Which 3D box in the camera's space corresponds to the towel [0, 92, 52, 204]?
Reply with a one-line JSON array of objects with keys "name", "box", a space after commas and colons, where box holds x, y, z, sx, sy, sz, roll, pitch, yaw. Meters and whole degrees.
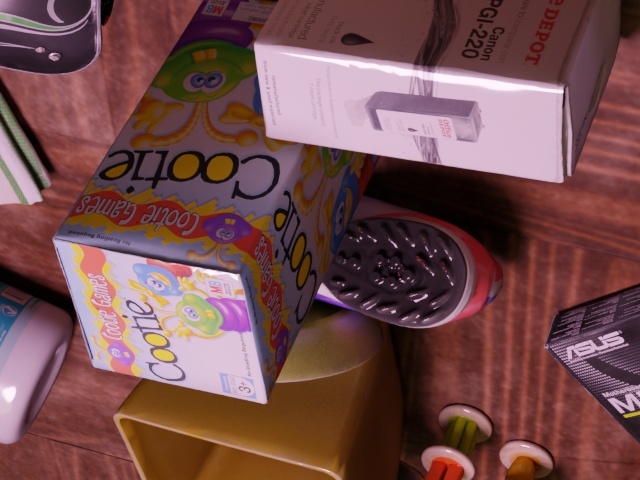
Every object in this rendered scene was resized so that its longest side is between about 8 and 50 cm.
[{"name": "towel", "box": [-0.423, -0.128, 1.542, 0.325, 0.038, 0.248, 0, 133, 30]}]

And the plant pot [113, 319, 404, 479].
[{"name": "plant pot", "box": [-0.030, 0.161, 1.519, 0.212, 0.187, 0.212, 12, 145, 21]}]

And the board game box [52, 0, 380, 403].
[{"name": "board game box", "box": [-0.064, -0.038, 1.258, 0.142, 0.275, 0.144, 11, 139, 18]}]

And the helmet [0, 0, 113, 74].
[{"name": "helmet", "box": [-0.234, -0.207, 1.253, 0.161, 0.169, 0.169, 7, 140, -2]}]

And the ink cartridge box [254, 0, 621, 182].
[{"name": "ink cartridge box", "box": [0.084, -0.134, 1.164, 0.218, 0.158, 0.092, 11, 138, 17]}]

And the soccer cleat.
[{"name": "soccer cleat", "box": [0.000, 0.000, 1.412, 0.318, 0.108, 0.116, 17, -175, 29]}]

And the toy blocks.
[{"name": "toy blocks", "box": [0.142, 0.239, 1.557, 0.123, 0.148, 0.054, 30, 140, -6]}]

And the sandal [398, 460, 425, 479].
[{"name": "sandal", "box": [0.007, 0.208, 1.648, 0.240, 0.088, 0.079, 27, 179, 26]}]

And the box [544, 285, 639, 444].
[{"name": "box", "box": [0.315, 0.107, 1.400, 0.191, 0.045, 0.184, -23, 123, 42]}]

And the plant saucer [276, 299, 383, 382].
[{"name": "plant saucer", "box": [-0.065, 0.054, 1.424, 0.241, 0.241, 0.037, 12, 110, 16]}]

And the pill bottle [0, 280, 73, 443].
[{"name": "pill bottle", "box": [-0.390, 0.086, 1.674, 0.264, 0.146, 0.146, 24, 141, 2]}]
